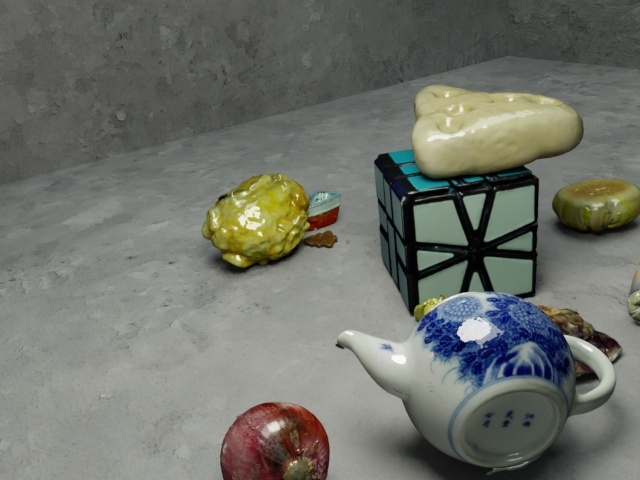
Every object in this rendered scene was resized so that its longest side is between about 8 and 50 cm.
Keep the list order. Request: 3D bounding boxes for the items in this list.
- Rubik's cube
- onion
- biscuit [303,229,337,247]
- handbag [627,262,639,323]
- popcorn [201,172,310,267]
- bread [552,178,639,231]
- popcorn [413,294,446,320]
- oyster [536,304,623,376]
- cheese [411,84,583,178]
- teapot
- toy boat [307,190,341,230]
[{"bbox_3d":[0.287,-0.040,1.340,0.289,0.293,0.283,-7,23,-3],"label":"Rubik's cube"},{"bbox_3d":[-0.077,0.302,0.886,0.159,0.159,0.195,-21,17,-26],"label":"onion"},{"bbox_3d":[0.000,0.000,1.641,0.092,0.016,0.082,-8,30,1],"label":"biscuit"},{"bbox_3d":[0.653,0.104,1.161,0.117,0.095,0.173,10,28,30],"label":"handbag"},{"bbox_3d":[-0.166,-0.055,1.583,0.252,0.215,0.286,21,41,35],"label":"popcorn"},{"bbox_3d":[0.691,-0.086,1.530,0.213,0.104,0.213,-9,25,4],"label":"bread"},{"bbox_3d":[0.226,0.144,1.232,0.083,0.059,0.068,-4,24,28],"label":"popcorn"},{"bbox_3d":[0.374,0.170,1.097,0.275,0.100,0.271,8,14,38],"label":"oyster"},{"bbox_3d":[0.360,-0.246,1.272,0.328,0.129,0.351,-4,27,12],"label":"cheese"},{"bbox_3d":[0.238,0.183,0.919,0.424,0.252,0.280,3,28,-8],"label":"teapot"},{"bbox_3d":[-0.102,-0.107,1.758,0.332,0.133,0.145,-1,25,12],"label":"toy boat"}]
